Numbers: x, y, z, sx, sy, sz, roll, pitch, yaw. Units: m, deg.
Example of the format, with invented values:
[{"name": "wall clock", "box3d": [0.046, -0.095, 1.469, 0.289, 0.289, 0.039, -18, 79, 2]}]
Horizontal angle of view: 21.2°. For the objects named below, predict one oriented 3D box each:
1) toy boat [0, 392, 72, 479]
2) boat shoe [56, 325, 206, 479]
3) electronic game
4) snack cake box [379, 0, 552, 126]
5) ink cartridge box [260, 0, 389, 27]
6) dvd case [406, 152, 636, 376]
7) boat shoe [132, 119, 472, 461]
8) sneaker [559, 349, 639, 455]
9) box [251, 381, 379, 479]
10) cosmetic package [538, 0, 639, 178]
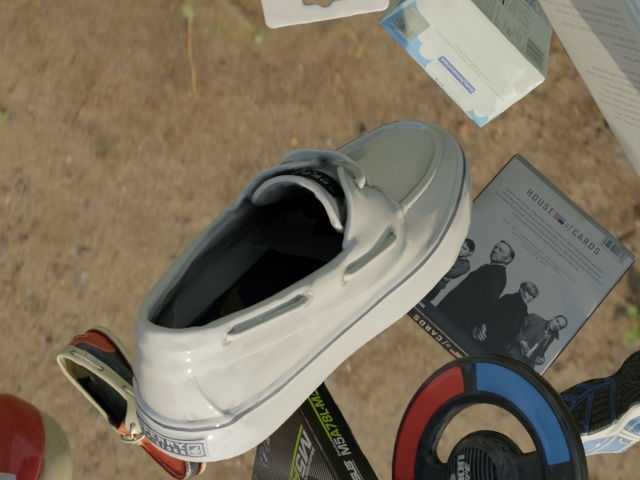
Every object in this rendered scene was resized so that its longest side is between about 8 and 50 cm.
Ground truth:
[{"name": "toy boat", "box3d": [-0.303, 0.224, 1.379, 0.151, 0.231, 0.151, 31, 148, -16]}, {"name": "boat shoe", "box3d": [-0.138, 0.124, 1.251, 0.137, 0.043, 0.049, 51, 128, 1]}, {"name": "electronic game", "box3d": [0.149, 0.218, 1.550, 0.048, 0.229, 0.229, 3, 121, -43]}, {"name": "snack cake box", "box3d": [0.157, -0.251, 1.738, 0.152, 0.264, 0.089, 44, 121, -16]}, {"name": "ink cartridge box", "box3d": [-0.007, -0.262, 1.306, 0.104, 0.060, 0.180, -7, 108, 12]}, {"name": "dvd case", "box3d": [0.211, 0.039, 1.849, 0.179, 0.239, 0.029, 42, 150, 3]}, {"name": "boat shoe", "box3d": [0.000, 0.000, 0.834, 0.095, 0.258, 0.084, 15, 132, 23]}, {"name": "sneaker", "box3d": [0.338, 0.177, 1.858, 0.211, 0.080, 0.081, -16, 141, -15]}, {"name": "box", "box3d": [-0.008, 0.237, 1.636, 0.045, 0.184, 0.191, -7, 133, -21]}, {"name": "cosmetic package", "box3d": [0.314, -0.091, 1.101, 0.217, 0.156, 0.385, -34, 113, -6]}]
